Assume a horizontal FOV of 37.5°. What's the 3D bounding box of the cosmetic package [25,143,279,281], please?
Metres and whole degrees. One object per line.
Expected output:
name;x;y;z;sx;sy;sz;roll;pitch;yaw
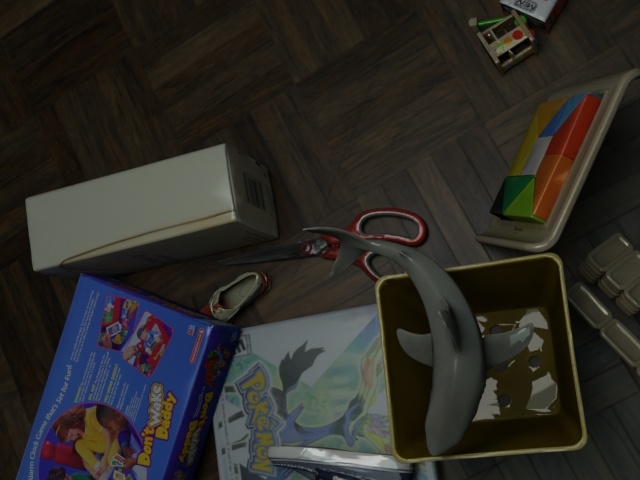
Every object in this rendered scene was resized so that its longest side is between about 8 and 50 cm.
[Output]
cosmetic package;-0.233;-0.031;1.319;0.310;0.160;0.113;-15;77;17

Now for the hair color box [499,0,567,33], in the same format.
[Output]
hair color box;0.305;-0.355;1.250;0.072;0.043;0.141;32;91;21

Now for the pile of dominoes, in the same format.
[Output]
pile of dominoes;0.422;0.096;1.112;0.196;0.040;0.251;-33;71;-21

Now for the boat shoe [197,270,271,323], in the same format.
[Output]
boat shoe;-0.131;0.088;1.324;0.137;0.043;0.049;-36;73;12

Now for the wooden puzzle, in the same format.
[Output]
wooden puzzle;0.272;-0.097;1.130;0.044;0.221;0.238;29;89;-8

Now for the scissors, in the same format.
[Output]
scissors;0.000;0.000;1.309;0.297;0.021;0.109;6;85;21

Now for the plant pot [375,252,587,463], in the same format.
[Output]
plant pot;0.200;0.145;1.122;0.212;0.187;0.212;-9;78;17

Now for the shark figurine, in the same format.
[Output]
shark figurine;0.112;0.070;1.007;0.166;0.116;0.278;-34;74;9

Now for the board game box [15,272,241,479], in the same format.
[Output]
board game box;-0.274;0.245;1.304;0.233;0.078;0.347;19;91;26

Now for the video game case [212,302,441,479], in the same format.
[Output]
video game case;0.001;0.263;1.251;0.300;0.036;0.328;-12;77;17

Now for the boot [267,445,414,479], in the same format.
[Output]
boot;0.020;0.305;1.180;0.190;0.069;0.086;2;79;17

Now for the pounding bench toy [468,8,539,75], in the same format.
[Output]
pounding bench toy;0.244;-0.276;1.252;0.065;0.052;0.083;-33;72;11
